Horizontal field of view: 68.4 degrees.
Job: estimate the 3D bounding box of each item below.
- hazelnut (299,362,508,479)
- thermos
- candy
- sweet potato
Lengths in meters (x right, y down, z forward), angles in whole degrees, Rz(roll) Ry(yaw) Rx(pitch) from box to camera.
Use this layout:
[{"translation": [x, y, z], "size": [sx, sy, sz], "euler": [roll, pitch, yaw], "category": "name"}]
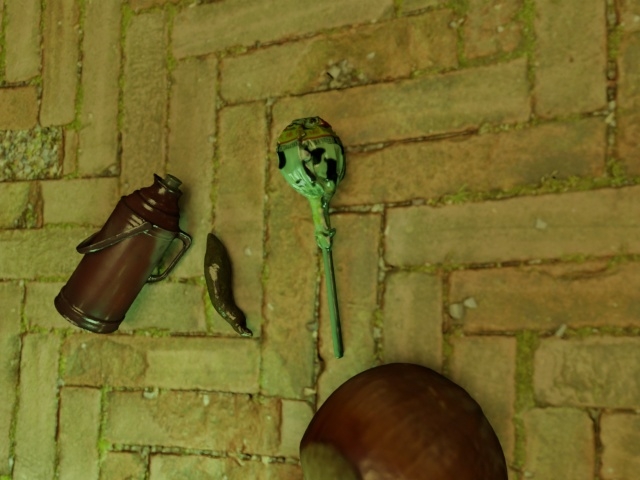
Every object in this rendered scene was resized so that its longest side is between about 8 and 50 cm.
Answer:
[{"translation": [0.091, 0.234, 0.496], "size": [0.214, 0.176, 0.214], "euler": [3, 74, -9], "category": "hazelnut"}, {"translation": [-0.260, 0.011, 0.654], "size": [0.124, 0.099, 0.232], "euler": [34, 95, -22], "category": "thermos"}, {"translation": [0.000, 0.000, 0.589], "size": [0.083, 0.091, 0.305], "euler": [-4, 93, 44], "category": "candy"}, {"translation": [-0.134, 0.064, 0.641], "size": [0.041, 0.038, 0.153], "euler": [-26, 81, 36], "category": "sweet potato"}]
